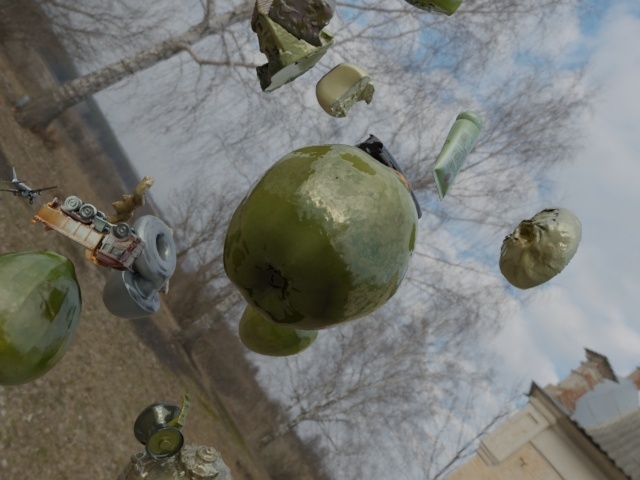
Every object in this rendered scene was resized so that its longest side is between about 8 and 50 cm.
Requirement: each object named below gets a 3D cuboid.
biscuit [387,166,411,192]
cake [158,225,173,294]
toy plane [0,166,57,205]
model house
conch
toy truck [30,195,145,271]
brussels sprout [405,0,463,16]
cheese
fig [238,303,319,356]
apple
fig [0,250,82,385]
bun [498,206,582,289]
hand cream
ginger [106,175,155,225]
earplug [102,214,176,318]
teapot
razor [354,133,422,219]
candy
[{"bbox_3d":[0.199,-0.136,1.732,0.170,0.170,0.050,57,15,10],"label":"biscuit"},{"bbox_3d":[-0.561,0.051,1.979,0.246,0.135,0.112,60,9,27],"label":"cake"},{"bbox_3d":[-0.964,-0.165,1.828,0.226,0.225,0.058,119,-33,-69],"label":"toy plane"},{"bbox_3d":[-0.143,-0.691,1.923,0.266,0.261,0.321,61,-17,-7],"label":"model house"},{"bbox_3d":[-0.396,0.694,1.480,0.297,0.353,0.210,30,-11,-18],"label":"conch"},{"bbox_3d":[-0.611,-0.018,1.496,0.270,0.135,0.114,28,-11,3],"label":"toy truck"},{"bbox_3d":[0.270,-0.668,1.412,0.223,0.223,0.161,49,-56,39],"label":"brussels sprout"},{"bbox_3d":[0.110,-0.701,2.628,0.233,0.266,0.127,51,1,26],"label":"cheese"},{"bbox_3d":[-0.148,0.272,1.913,0.326,0.258,0.258,-29,-89,37],"label":"fig"},{"bbox_3d":[0.000,0.000,1.368,0.474,0.473,0.474,55,-13,20],"label":"apple"},{"bbox_3d":[-0.673,0.153,1.237,0.316,0.316,0.316,55,-13,20],"label":"fig"},{"bbox_3d":[0.660,0.014,1.740,0.146,0.287,0.287,36,-10,-8],"label":"bun"},{"bbox_3d":[0.433,-0.282,1.798,0.093,0.306,0.147,14,-27,31],"label":"hand cream"},{"bbox_3d":[-0.668,-0.128,1.955,0.089,0.288,0.075,40,33,-15],"label":"ginger"},{"bbox_3d":[-0.548,0.084,1.722,0.174,0.326,0.214,18,-4,16],"label":"earplug"},{"bbox_3d":[-0.393,0.469,1.430,0.130,0.166,0.119,42,0,-34],"label":"teapot"},{"bbox_3d":[0.246,-0.218,2.015,0.349,0.113,0.204,59,2,-12],"label":"razor"},{"bbox_3d":[-0.046,-0.669,1.628,0.184,0.137,0.195,31,28,-14],"label":"candy"}]
